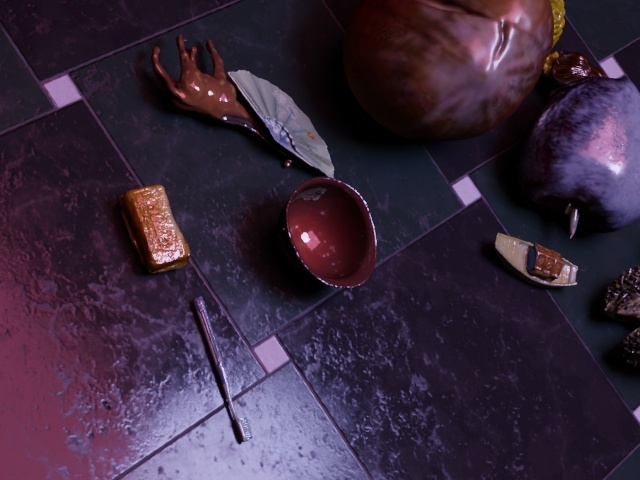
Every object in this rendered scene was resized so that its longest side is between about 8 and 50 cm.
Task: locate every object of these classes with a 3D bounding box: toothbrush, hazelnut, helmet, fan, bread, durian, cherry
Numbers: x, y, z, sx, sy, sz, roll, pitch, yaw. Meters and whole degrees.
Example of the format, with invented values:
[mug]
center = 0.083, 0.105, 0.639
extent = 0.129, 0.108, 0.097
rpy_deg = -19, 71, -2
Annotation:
[toothbrush]
center = -0.141, 0.183, 1.596
extent = 0.019, 0.016, 0.220
rpy_deg = -13, 75, -33
[hazelnut]
center = 0.216, -0.316, 1.803
extent = 0.315, 0.372, 0.372
rpy_deg = 39, 56, -22
[helmet]
center = 0.000, 0.000, 1.695
extent = 0.155, 0.106, 0.175
rpy_deg = -39, 93, -32
[fan]
center = -0.056, -0.192, 1.775
extent = 0.240, 0.009, 0.131
rpy_deg = 44, 30, -15
[bread]
center = -0.240, -0.018, 1.611
extent = 0.074, 0.053, 0.132
rpy_deg = -19, 79, -28
[durian]
center = 0.582, 0.129, 1.900
extent = 0.196, 0.167, 0.196
rpy_deg = 0, 87, 4
[cherry]
center = 0.469, -0.139, 1.927
extent = 0.255, 0.218, 0.296
rpy_deg = 23, 84, -4

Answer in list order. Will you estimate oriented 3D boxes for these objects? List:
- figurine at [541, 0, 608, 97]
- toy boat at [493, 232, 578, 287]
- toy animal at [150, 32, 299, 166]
[figurine]
center = 0.430, -0.343, 2.062
extent = 0.315, 0.168, 0.187
rpy_deg = 62, 17, -4
[toy boat]
center = 0.363, 0.035, 1.894
extent = 0.172, 0.066, 0.065
rpy_deg = 23, 63, -16
[toy animal]
center = -0.143, -0.215, 1.745
extent = 0.224, 0.066, 0.230
rpy_deg = -5, 60, -49
